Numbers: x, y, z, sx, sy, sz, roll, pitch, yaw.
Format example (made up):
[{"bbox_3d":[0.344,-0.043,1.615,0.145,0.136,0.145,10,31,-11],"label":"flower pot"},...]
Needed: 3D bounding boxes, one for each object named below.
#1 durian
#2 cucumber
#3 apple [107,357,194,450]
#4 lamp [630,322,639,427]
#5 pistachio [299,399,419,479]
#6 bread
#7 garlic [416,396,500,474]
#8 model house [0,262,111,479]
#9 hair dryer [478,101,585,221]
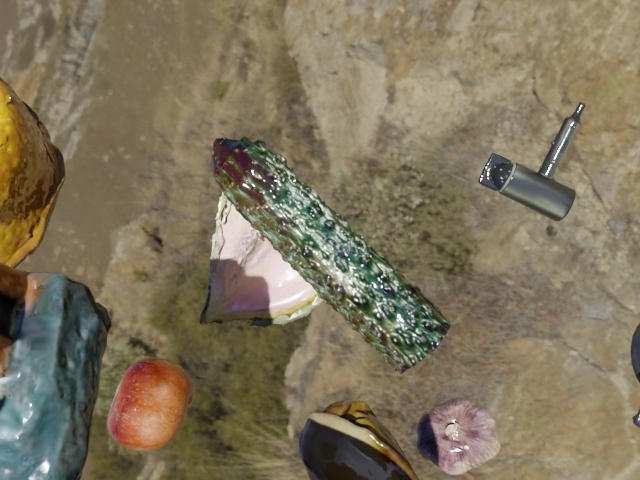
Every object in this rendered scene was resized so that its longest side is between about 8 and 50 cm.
[{"bbox_3d":[-0.064,0.023,1.132,0.185,0.196,0.304,-64,-10,-70],"label":"durian"},{"bbox_3d":[0.000,0.000,0.855,0.096,0.359,0.096,-44,-2,-2],"label":"cucumber"},{"bbox_3d":[-0.359,0.351,1.532,0.201,0.162,0.201,-160,90,-75],"label":"apple"},{"bbox_3d":[0.723,0.201,1.307,0.374,0.205,0.272,-60,2,-31],"label":"lamp"},{"bbox_3d":[0.057,0.296,0.903,0.210,0.131,0.165,56,138,1],"label":"pistachio"},{"bbox_3d":[-0.442,-0.077,0.909,0.194,0.179,0.339,83,-162,-59],"label":"bread"},{"bbox_3d":[0.261,0.369,1.366,0.159,0.102,0.147,-1,53,22],"label":"garlic"},{"bbox_3d":[-0.318,0.078,0.456,0.291,0.253,0.184,65,-156,-63],"label":"model house"},{"bbox_3d":[0.475,-0.191,1.522,0.248,0.196,0.078,-64,2,4],"label":"hair dryer"}]
